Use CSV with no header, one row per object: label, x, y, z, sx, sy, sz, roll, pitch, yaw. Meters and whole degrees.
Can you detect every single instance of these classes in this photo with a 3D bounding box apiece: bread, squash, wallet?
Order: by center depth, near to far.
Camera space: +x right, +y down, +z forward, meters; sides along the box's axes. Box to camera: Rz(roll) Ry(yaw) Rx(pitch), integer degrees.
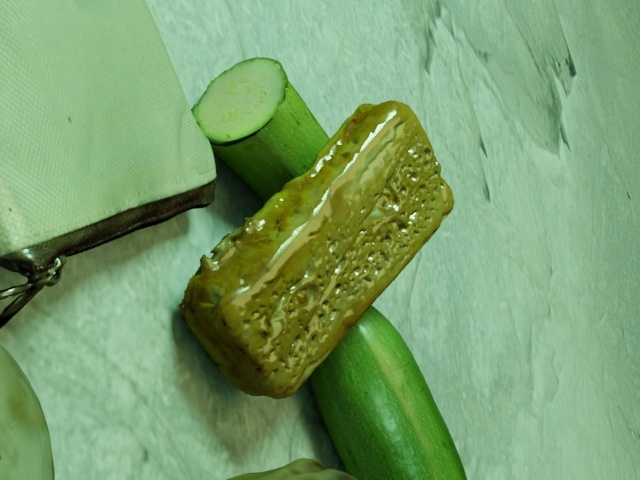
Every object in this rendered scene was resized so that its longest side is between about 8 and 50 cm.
wallet,-0.177,-0.108,0.792,0.335,0.068,0.274,-36,109,-69
bread,0.001,0.000,0.964,0.271,0.077,0.139,-48,123,-27
squash,-0.029,-0.069,1.034,0.188,0.095,0.095,51,36,-46
squash,0.073,0.207,1.068,0.107,0.107,0.395,-36,108,-60

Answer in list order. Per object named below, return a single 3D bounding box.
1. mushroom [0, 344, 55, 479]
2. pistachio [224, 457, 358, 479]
mushroom,-0.231,0.120,0.458,0.243,0.243,0.243,35,47,-51
pistachio,-0.036,0.285,0.788,0.213,0.163,0.260,-26,115,-41
